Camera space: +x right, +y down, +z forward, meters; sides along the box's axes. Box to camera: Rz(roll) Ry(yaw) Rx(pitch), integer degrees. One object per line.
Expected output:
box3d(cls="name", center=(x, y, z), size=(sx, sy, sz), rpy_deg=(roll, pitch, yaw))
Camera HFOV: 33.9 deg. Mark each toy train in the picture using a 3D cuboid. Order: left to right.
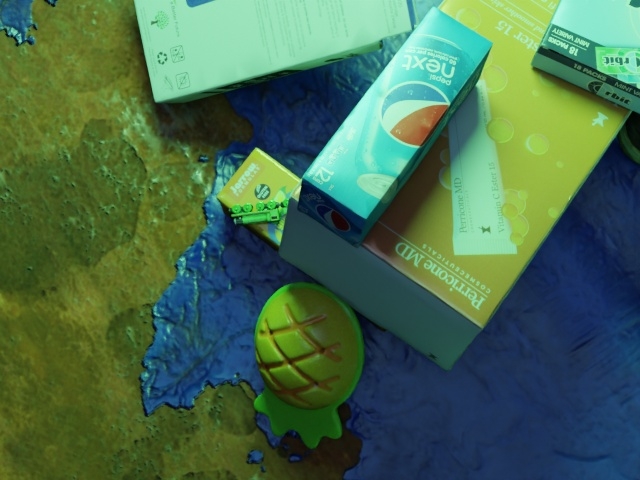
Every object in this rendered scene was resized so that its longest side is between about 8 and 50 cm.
box3d(cls="toy train", center=(-0.054, -0.030, 1.108), size=(0.083, 0.017, 0.023), rpy_deg=(-7, 93, 3))

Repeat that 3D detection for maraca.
box3d(cls="maraca", center=(-0.016, 0.134, 1.126), size=(0.127, 0.099, 0.185), rpy_deg=(17, 110, 24))

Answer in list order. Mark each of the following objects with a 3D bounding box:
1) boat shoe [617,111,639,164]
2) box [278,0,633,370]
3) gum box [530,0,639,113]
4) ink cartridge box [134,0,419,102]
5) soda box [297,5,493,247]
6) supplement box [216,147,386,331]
box3d(cls="boat shoe", center=(0.492, -0.134, 1.097), size=(0.342, 0.123, 0.123), rpy_deg=(0, 84, 5))
box3d(cls="box", center=(0.146, -0.080, 1.053), size=(0.215, 0.168, 0.345), rpy_deg=(34, 71, 7))
box3d(cls="gum box", center=(0.309, -0.216, 1.007), size=(0.157, 0.041, 0.184), rpy_deg=(25, 69, 4))
box3d(cls="ink cartridge box", center=(-0.047, -0.257, 1.107), size=(0.333, 0.065, 0.165), rpy_deg=(-9, 93, 31))
box3d(cls="soda box", center=(0.066, -0.100, 0.924), size=(0.067, 0.071, 0.210), rpy_deg=(33, 70, 8))
box3d(cls="supplement box", center=(0.000, 0.000, 1.146), size=(0.233, 0.080, 0.078), rpy_deg=(36, 85, 10))
